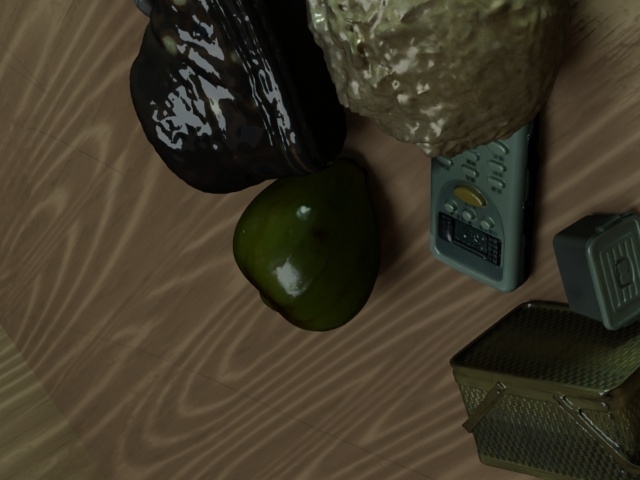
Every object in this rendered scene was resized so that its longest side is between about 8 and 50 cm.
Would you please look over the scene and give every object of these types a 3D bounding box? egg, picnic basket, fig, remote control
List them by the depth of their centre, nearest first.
[{"bbox_3d":[0.113,-0.242,1.274,0.279,0.279,0.310,-33,75,55],"label":"egg"},{"bbox_3d":[0.291,0.174,1.455,0.266,0.165,0.139,5,121,50],"label":"picnic basket"},{"bbox_3d":[0.188,-0.081,1.478,0.140,0.056,0.296,27,136,34],"label":"remote control"},{"bbox_3d":[0.000,0.000,1.680,0.203,0.203,0.225,38,98,26],"label":"fig"}]

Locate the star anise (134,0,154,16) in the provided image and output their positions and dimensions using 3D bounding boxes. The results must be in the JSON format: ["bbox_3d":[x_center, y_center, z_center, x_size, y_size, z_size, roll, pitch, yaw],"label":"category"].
[{"bbox_3d":[-0.242,-0.424,1.663,0.316,0.139,0.359,-30,92,48],"label":"star anise"}]

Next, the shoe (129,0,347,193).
[{"bbox_3d":[-0.135,-0.242,1.590,0.237,0.171,0.384,-13,112,26],"label":"shoe"}]

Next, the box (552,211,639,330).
[{"bbox_3d":[0.309,0.030,1.400,0.069,0.084,0.122,14,127,57],"label":"box"}]
